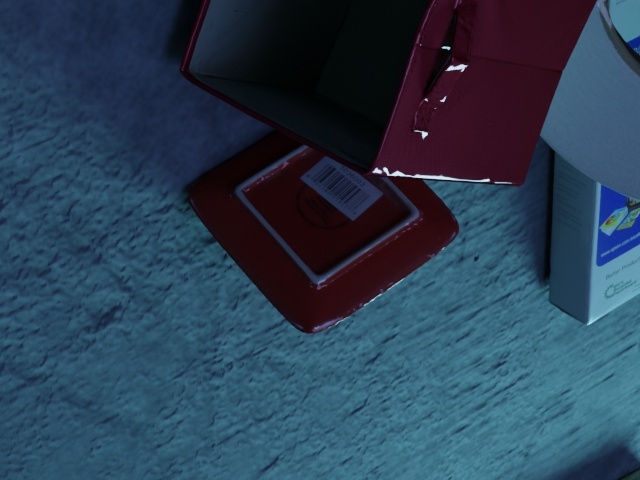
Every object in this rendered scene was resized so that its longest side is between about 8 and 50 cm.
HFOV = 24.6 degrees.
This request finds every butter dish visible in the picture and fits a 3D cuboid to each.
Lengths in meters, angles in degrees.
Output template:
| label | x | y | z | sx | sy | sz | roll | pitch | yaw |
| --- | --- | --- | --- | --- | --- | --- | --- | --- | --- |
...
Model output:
| label | x | y | z | sx | sy | sz | roll | pitch | yaw |
| --- | --- | --- | --- | --- | --- | --- | --- | --- | --- |
| butter dish | 0.000 | 0.000 | 1.136 | 0.160 | 0.160 | 0.118 | -34 | 157 | -21 |

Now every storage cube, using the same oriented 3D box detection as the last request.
| label | x | y | z | sx | sy | sz | roll | pitch | yaw |
| --- | --- | --- | --- | --- | --- | --- | --- | --- | --- |
| storage cube | 0.053 | -0.159 | 1.020 | 0.193 | 0.215 | 0.184 | 1 | 114 | -50 |

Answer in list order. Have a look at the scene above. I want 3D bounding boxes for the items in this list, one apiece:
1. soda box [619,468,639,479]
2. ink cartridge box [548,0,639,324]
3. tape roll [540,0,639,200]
| label | x | y | z | sx | sy | sz | roll | pitch | yaw |
| --- | --- | --- | --- | --- | --- | --- | --- | --- | --- |
| soda box | 0.333 | 0.331 | 1.695 | 0.181 | 0.061 | 0.058 | -20 | 128 | -33 |
| ink cartridge box | 0.300 | -0.110 | 1.381 | 0.176 | 0.069 | 0.371 | -27 | 133 | -29 |
| tape roll | 0.319 | -0.212 | 1.141 | 0.392 | 0.072 | 0.392 | 2 | 108 | 5 |
